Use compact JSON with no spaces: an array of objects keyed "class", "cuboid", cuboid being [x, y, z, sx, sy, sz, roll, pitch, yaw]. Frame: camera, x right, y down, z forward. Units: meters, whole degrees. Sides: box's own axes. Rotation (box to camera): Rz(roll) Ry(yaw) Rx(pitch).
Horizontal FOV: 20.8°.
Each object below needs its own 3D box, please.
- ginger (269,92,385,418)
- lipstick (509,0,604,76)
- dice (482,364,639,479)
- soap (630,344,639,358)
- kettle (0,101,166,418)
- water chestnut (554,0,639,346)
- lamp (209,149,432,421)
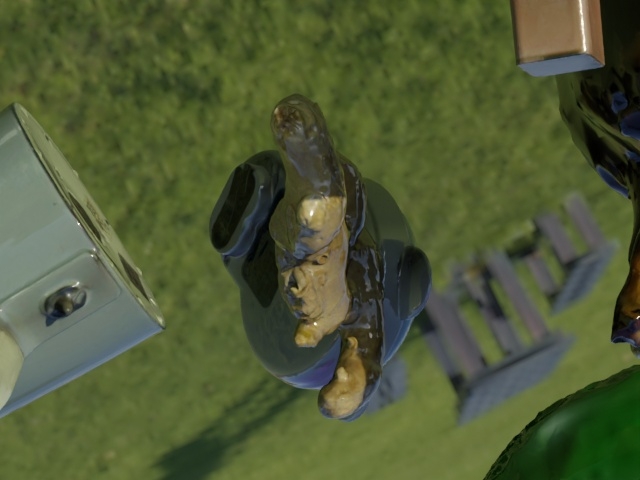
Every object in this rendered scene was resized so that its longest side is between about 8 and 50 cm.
[{"class":"ginger","cuboid":[0.002,-0.008,1.215,0.065,0.149,0.259,-5,129,12]},{"class":"lipstick","cuboid":[0.125,-0.166,0.953,0.045,0.145,0.045,-7,173,20]},{"class":"dice","cuboid":[0.230,0.198,0.671,0.287,0.300,0.297,-16,158,34]},{"class":"soap","cuboid":[0.312,-0.025,1.344,0.080,0.258,0.160,17,-179,13]},{"class":"kettle","cuboid":[-0.224,0.063,0.994,0.243,0.210,0.160,-34,122,-2]},{"class":"water chestnut","cuboid":[0.282,-0.077,1.067,0.347,0.335,0.335,-48,173,-20]},{"class":"lamp","cuboid":[0.002,0.022,1.446,0.108,0.246,0.179,11,117,-43]}]
